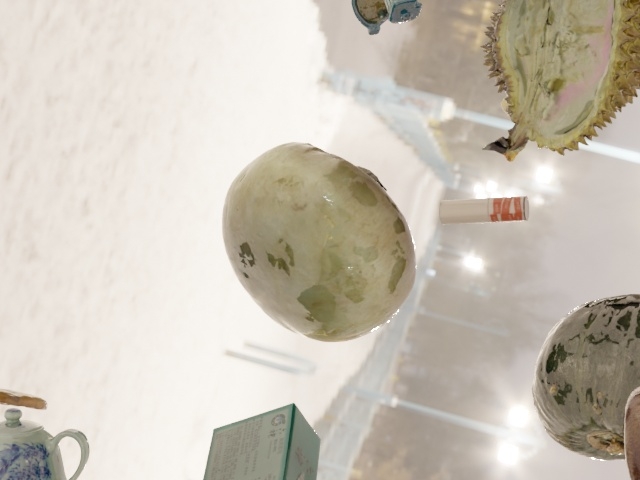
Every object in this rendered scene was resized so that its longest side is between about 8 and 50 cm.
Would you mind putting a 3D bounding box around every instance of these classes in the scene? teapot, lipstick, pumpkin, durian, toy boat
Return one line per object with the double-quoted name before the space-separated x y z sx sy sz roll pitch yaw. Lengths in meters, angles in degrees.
"teapot" -0.456 0.324 1.801 0.159 0.232 0.158 0 90 -76
"lipstick" 0.246 -0.045 1.804 0.038 0.131 0.038 -2 90 -69
"pumpkin" 0.499 0.217 1.842 0.291 0.328 0.257 56 47 -57
"durian" 0.251 -0.181 1.155 0.138 0.193 0.237 4 119 -45
"toy boat" 0.092 -0.351 1.681 0.215 0.088 0.102 114 -36 -68

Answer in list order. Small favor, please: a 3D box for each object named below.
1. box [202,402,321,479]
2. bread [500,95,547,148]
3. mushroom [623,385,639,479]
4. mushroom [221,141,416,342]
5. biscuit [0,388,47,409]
"box" -0.093 0.373 1.784 0.092 0.153 0.245 57 24 -29
"bread" 0.431 -0.246 2.250 0.178 0.139 0.060 27 37 -52
"mushroom" 0.441 0.272 1.403 0.231 0.138 0.194 55 19 -30
"mushroom" 0.000 0.000 1.899 0.260 0.352 0.352 -34 152 -29
"biscuit" -0.631 0.279 2.207 0.203 0.260 0.041 153 -51 -67
